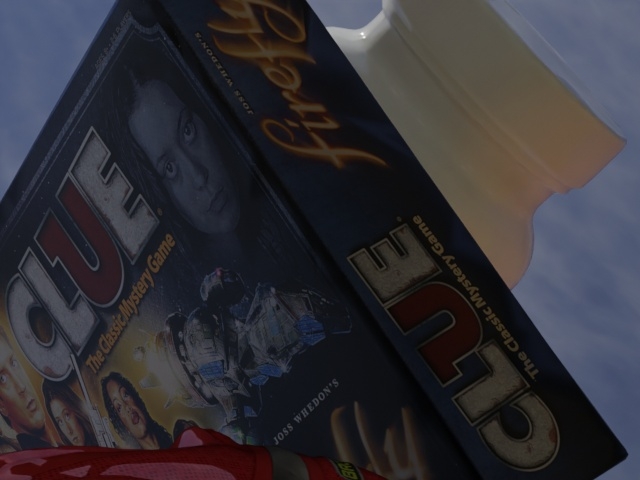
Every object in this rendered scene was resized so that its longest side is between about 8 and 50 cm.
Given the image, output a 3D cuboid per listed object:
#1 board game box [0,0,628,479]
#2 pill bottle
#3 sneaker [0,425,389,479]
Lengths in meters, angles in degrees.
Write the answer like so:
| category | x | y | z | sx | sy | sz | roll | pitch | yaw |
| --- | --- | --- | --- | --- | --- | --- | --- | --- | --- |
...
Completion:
| category | x | y | z | sx | sy | sz | roll | pitch | yaw |
| --- | --- | --- | --- | --- | --- | --- | --- | --- | --- |
| board game box | -0.036 | 0.049 | 0.547 | 0.165 | 0.042 | 0.243 | 55 | -37 | 12 |
| pill bottle | 0.000 | 0.000 | 0.906 | 0.278 | 0.162 | 0.162 | -43 | -110 | 13 |
| sneaker | -0.052 | 0.090 | 0.315 | 0.118 | 0.279 | 0.107 | 23 | -80 | 18 |
